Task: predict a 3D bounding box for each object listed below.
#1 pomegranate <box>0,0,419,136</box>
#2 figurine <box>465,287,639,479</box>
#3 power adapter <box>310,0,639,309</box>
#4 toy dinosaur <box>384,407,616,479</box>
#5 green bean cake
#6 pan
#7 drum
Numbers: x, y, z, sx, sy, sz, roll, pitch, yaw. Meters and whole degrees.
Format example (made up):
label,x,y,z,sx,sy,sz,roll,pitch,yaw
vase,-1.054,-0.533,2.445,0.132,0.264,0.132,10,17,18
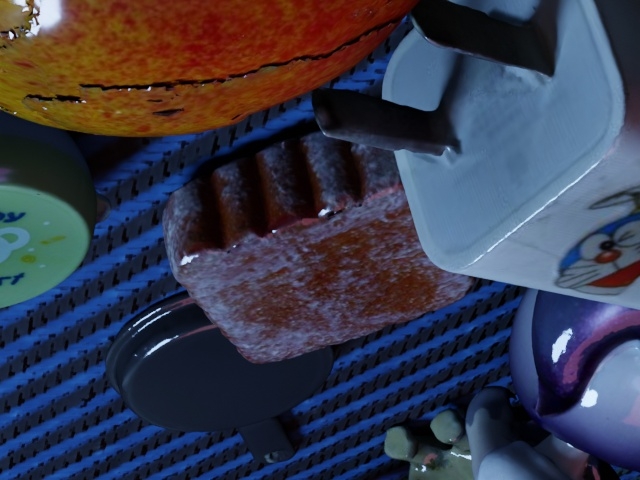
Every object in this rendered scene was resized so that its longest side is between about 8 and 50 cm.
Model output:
label,x,y,z,sx,sy,sz,roll,pitch,yaw
pomegranate,-0.062,-0.130,0.502,0.235,0.210,0.210,-12,150,-9
figurine,0.155,0.071,0.992,0.145,0.145,0.222,6,122,-30
power adapter,0.094,-0.056,0.759,0.205,0.125,0.130,10,143,-36
toy dinosaur,0.116,0.171,1.202,0.248,0.075,0.188,-37,146,23
green bean cake,0.000,0.000,0.880,0.136,0.056,0.135,-19,150,9
pan,-0.044,0.093,1.043,0.136,0.028,0.235,-15,150,3
drum,-0.168,0.022,0.854,0.130,0.049,0.253,-6,149,-13
